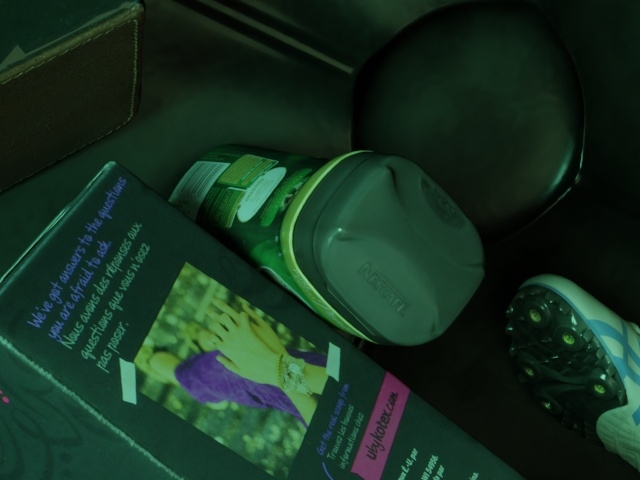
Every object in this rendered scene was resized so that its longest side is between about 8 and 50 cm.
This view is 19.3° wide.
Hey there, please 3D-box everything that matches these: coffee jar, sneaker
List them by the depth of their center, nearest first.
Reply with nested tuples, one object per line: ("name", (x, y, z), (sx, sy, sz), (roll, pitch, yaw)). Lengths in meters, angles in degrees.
("coffee jar", (0.000, 0.000, 0.952), (0.096, 0.184, 0.079), (45, 72, -26))
("sneaker", (0.199, 0.093, 1.130), (0.237, 0.085, 0.086), (43, 61, -23))

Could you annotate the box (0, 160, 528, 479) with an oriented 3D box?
("box", (-0.059, 0.123, 0.910), (0.270, 0.143, 0.165), (38, 131, -3))

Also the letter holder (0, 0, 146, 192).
("letter holder", (-0.247, -0.073, 0.873), (0.301, 0.214, 0.152), (-28, 82, -10))
